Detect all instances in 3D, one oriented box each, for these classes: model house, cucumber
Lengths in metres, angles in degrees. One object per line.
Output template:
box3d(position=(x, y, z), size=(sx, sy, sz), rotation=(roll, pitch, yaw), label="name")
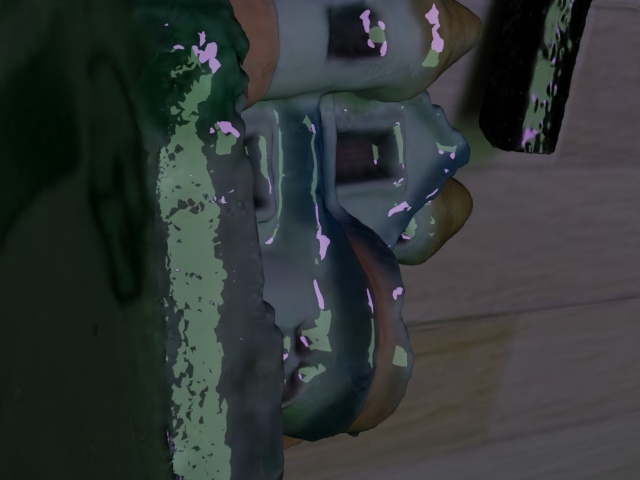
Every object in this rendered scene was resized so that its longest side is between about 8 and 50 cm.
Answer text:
box3d(position=(0.000, 0.000, 0.585), size=(0.325, 0.194, 0.267), rotation=(-11, 103, -44), label="model house")
box3d(position=(0.143, -0.159, 0.722), size=(0.052, 0.058, 0.215), rotation=(11, 105, -6), label="cucumber")
